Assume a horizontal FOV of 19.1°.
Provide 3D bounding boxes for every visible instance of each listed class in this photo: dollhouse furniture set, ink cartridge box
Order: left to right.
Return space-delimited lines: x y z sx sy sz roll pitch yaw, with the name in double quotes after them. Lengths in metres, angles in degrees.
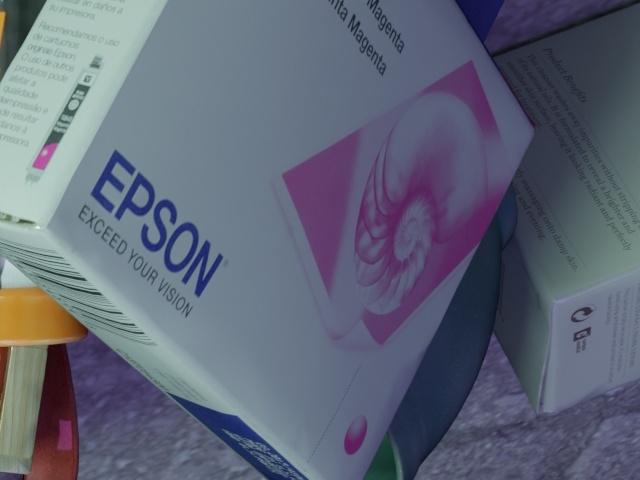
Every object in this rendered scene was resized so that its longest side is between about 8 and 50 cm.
-0.216 0.036 1.087 0.129 0.183 0.129 10 173 -29 "dollhouse furniture set"
0.002 -0.077 0.908 0.330 0.071 0.324 -63 146 -15 "ink cartridge box"

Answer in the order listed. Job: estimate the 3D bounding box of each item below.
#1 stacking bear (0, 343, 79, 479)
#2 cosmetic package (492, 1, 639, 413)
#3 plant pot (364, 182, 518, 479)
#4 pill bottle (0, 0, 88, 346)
-0.313 0.113 1.213 0.289 0.164 0.175 -9 143 -19 "stacking bear"
0.286 -0.060 1.348 0.385 0.217 0.156 -19 146 -10 "cosmetic package"
0.000 0.000 1.198 0.196 0.293 0.293 -45 153 -23 "plant pot"
-0.151 -0.074 0.879 0.130 0.245 0.130 -1 -178 0 "pill bottle"
